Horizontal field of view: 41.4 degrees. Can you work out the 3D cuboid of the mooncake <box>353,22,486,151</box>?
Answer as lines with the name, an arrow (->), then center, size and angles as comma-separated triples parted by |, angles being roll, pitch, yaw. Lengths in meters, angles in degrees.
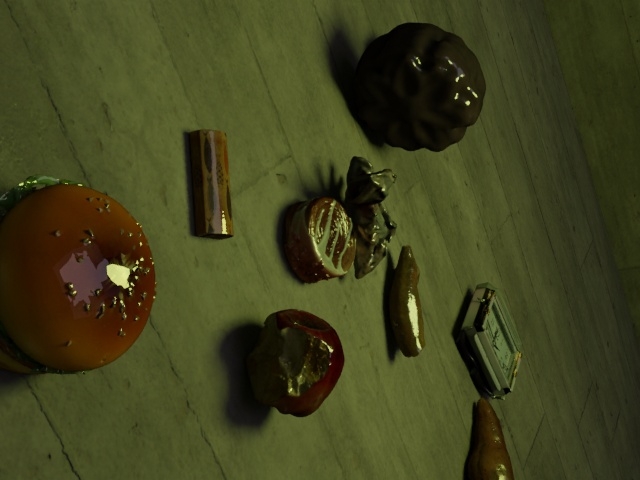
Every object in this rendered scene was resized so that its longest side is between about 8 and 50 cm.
mooncake -> 0.204, -0.307, 1.780 | 0.283, 0.283, 0.141 | 57, 40, -31

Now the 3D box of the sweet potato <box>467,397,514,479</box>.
sweet potato -> 0.400, 0.544, 1.990 | 0.112, 0.112, 0.359 | 52, 23, -36

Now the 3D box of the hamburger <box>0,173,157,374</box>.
hamburger -> -0.296, 0.039, 0.992 | 0.246, 0.169, 0.246 | 18, 68, -55

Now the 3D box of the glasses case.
glasses case -> -0.170, -0.090, 1.349 | 0.064, 0.041, 0.170 | 9, 74, -56

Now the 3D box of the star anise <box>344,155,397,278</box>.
star anise -> 0.098, -0.055, 1.661 | 0.198, 0.110, 0.258 | -91, 178, -60

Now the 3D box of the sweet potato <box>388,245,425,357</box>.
sweet potato -> 0.179, 0.132, 1.805 | 0.077, 0.077, 0.244 | 20, 59, -54

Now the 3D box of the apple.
apple -> -0.040, 0.200, 1.368 | 0.147, 0.156, 0.158 | 2, 108, -57

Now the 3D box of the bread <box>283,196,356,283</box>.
bread -> 0.000, 0.000, 1.558 | 0.160, 0.073, 0.161 | 23, 62, -54

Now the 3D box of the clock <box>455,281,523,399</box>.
clock -> 0.425, 0.252, 2.140 | 0.253, 0.083, 0.186 | 63, 35, -24

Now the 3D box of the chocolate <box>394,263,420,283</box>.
chocolate -> 0.200, 0.084, 1.886 | 0.100, 0.031, 0.065 | -21, 102, -58
